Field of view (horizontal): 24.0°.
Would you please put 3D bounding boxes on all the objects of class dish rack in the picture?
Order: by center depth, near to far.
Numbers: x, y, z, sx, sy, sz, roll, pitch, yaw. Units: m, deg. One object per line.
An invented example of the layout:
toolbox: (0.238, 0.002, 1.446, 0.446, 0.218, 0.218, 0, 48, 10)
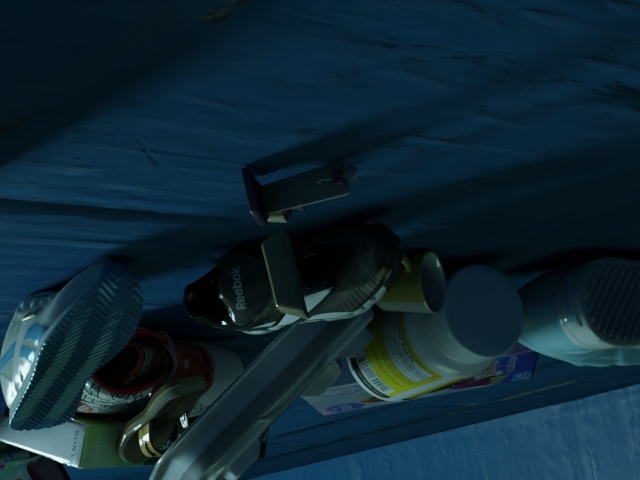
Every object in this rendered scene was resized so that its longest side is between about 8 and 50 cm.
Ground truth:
dish rack: (-0.055, 0.165, 1.541, 0.285, 0.072, 0.333, -44, 175, -17)

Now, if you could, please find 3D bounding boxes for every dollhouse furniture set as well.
dollhouse furniture set: (0.000, 0.000, 1.109, 0.081, 0.114, 0.091, -15, 165, 4)

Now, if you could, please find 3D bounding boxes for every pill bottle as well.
pill bottle: (0.123, 0.100, 1.623, 0.119, 0.119, 0.208, -3, 166, -28)

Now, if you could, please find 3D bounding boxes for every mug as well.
mug: (0.082, 0.038, 1.491, 0.064, 0.078, 0.062, -7, -157, 28)

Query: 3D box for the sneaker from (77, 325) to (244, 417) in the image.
sneaker: (-0.172, 0.148, 1.674, 0.270, 0.090, 0.145, 2, 165, -35)

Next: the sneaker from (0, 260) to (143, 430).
sneaker: (-0.236, 0.081, 1.358, 0.087, 0.092, 0.229, 3, 143, -37)

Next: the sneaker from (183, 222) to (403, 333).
sneaker: (-0.034, 0.039, 1.328, 0.234, 0.078, 0.106, -19, 167, 42)

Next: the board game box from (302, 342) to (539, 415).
board game box: (0.135, 0.169, 2.053, 0.317, 0.066, 0.319, -11, 167, 5)

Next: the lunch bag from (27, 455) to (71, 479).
lunch bag: (-0.495, 0.354, 2.055, 0.293, 0.258, 0.120, -9, 130, -30)

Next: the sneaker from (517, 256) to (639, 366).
sneaker: (0.349, 0.086, 1.757, 0.150, 0.135, 0.366, -11, 161, 43)

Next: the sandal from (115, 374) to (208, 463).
sandal: (-0.168, 0.204, 1.631, 0.072, 0.049, 0.180, -12, 155, -39)

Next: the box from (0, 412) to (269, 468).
box: (-0.251, 0.222, 1.832, 0.232, 0.059, 0.322, 10, -177, 37)

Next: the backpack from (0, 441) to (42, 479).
backpack: (-0.459, 0.277, 1.915, 0.188, 0.144, 0.166, -1, 171, -22)

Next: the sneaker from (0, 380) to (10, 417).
sneaker: (-0.375, 0.199, 1.684, 0.084, 0.152, 0.058, -5, -149, -37)
